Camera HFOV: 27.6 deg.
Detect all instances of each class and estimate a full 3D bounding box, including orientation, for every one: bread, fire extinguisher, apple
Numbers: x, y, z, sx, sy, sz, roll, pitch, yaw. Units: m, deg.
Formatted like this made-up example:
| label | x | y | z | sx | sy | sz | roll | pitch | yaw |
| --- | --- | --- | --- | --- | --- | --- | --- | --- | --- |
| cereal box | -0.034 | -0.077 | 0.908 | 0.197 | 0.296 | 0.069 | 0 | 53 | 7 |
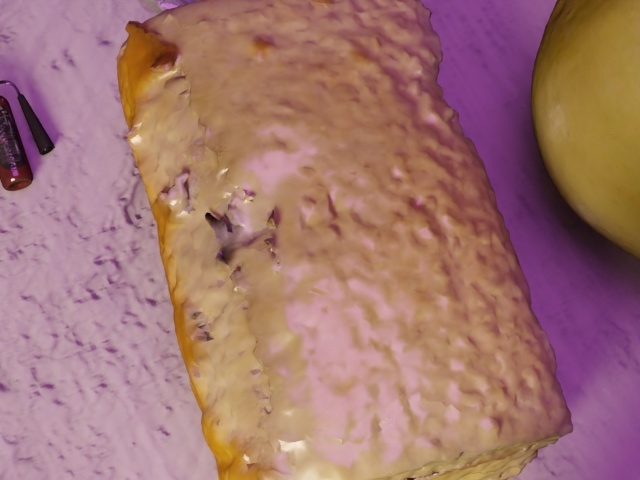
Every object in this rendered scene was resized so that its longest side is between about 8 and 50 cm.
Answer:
| label | x | y | z | sx | sy | sz | roll | pitch | yaw |
| --- | --- | --- | --- | --- | --- | --- | --- | --- | --- |
| bread | 0.000 | 0.000 | 0.902 | 0.236 | 0.165 | 0.375 | -9 | 66 | -15 |
| fire extinguisher | -0.233 | -0.089 | 0.991 | 0.046 | 0.032 | 0.100 | -20 | 74 | -3 |
| apple | 0.299 | -0.115 | 0.939 | 0.291 | 0.254 | 0.292 | 0 | 63 | -1 |

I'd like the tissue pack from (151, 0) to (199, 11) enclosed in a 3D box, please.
| label | x | y | z | sx | sy | sz | roll | pitch | yaw |
| --- | --- | --- | --- | --- | --- | --- | --- | --- | --- |
| tissue pack | -0.040 | -0.224 | 1.078 | 0.122 | 0.026 | 0.193 | 43 | 68 | 13 |
